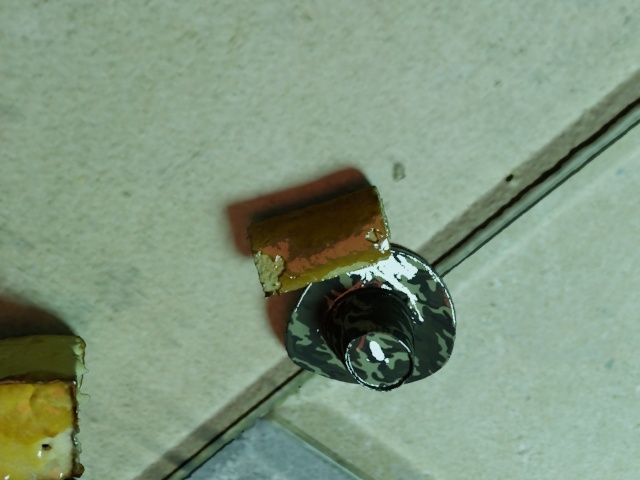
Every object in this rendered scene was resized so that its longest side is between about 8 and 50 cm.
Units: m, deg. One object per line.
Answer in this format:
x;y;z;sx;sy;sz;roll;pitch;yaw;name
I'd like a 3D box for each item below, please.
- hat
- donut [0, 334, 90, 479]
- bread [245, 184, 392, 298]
0.035;0.063;0.633;0.121;0.050;0.121;-5;126;-7;hat
-0.205;0.143;0.636;0.141;0.085;0.217;7;122;-11;donut
0.000;0.000;0.594;0.083;0.036;0.047;-17;109;5;bread
